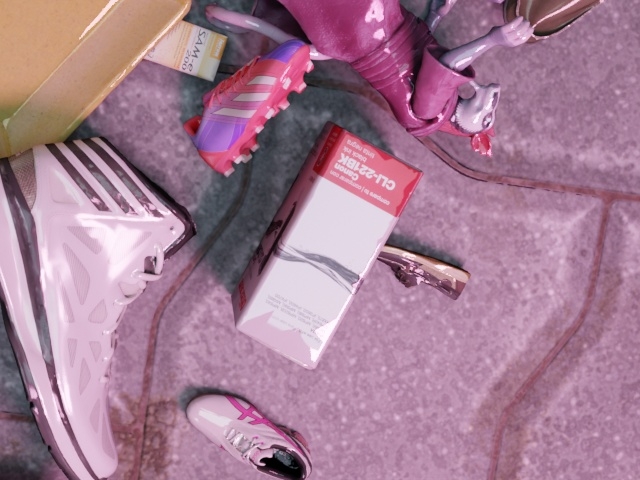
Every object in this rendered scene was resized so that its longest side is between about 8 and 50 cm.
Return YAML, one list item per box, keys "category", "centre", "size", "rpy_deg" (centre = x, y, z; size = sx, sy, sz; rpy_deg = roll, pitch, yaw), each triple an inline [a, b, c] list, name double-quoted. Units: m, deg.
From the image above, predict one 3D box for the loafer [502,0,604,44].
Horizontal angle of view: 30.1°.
- category: "loafer"
  centre: [0.335, -0.343, 1.490]
  size: [0.251, 0.087, 0.094]
  rpy_deg: [-42, 102, 1]

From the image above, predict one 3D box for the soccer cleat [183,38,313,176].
- category: "soccer cleat"
  centre: [-0.093, -0.171, 1.436]
  size: [0.095, 0.248, 0.083]
  rpy_deg: [44, 51, 3]

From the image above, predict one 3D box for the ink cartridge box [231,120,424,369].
- category: "ink cartridge box"
  centre: [0.000, 0.000, 1.479]
  size: [0.114, 0.197, 0.272]
  rpy_deg: [27, 95, -9]

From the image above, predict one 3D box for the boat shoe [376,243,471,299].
- category: "boat shoe"
  centre: [0.124, 0.040, 1.573]
  size: [0.152, 0.056, 0.049]
  rpy_deg: [18, 92, -10]

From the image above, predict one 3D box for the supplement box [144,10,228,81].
- category: "supplement box"
  centre: [-0.172, -0.244, 1.497]
  size: [0.098, 0.036, 0.062]
  rpy_deg: [17, 98, -10]

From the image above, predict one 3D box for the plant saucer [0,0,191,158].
- category: "plant saucer"
  centre: [-0.373, -0.272, 1.382]
  size: [0.333, 0.081, 0.333]
  rpy_deg: [-45, 133, 7]

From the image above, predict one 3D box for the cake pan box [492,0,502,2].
- category: "cake pan box"
  centre: [0.226, -0.457, 1.425]
  size: [0.246, 0.070, 0.267]
  rpy_deg: [-44, 118, -3]

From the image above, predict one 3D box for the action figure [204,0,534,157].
- category: "action figure"
  centre: [0.077, -0.228, 1.425]
  size: [0.276, 0.248, 0.370]
  rpy_deg: [-40, 99, 2]

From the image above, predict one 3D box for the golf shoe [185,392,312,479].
- category: "golf shoe"
  centre: [-0.091, 0.259, 1.570]
  size: [0.186, 0.086, 0.067]
  rpy_deg: [28, 97, -9]

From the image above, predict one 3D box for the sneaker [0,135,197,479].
- category: "sneaker"
  centre: [-0.258, 0.085, 1.478]
  size: [0.258, 0.169, 0.447]
  rpy_deg: [-17, 109, -12]
